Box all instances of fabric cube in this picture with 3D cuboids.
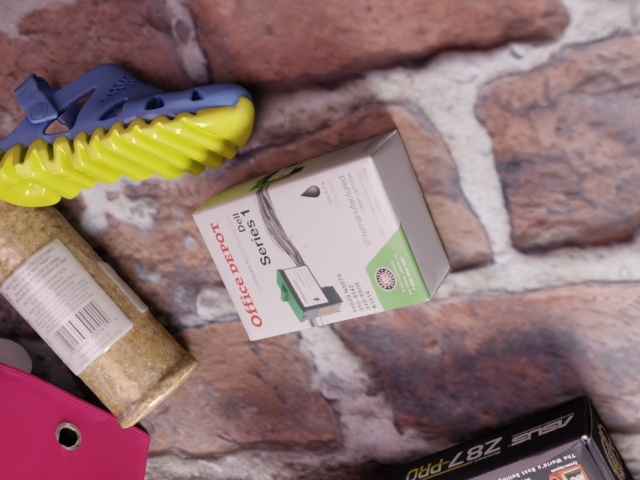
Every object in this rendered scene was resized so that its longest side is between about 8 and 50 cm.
[{"bbox_3d":[-0.393,0.352,1.122,0.254,0.258,0.259,35,123,-29],"label":"fabric cube"}]

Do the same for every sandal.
[{"bbox_3d":[-0.222,-0.132,0.973,0.317,0.126,0.138,-7,70,15],"label":"sandal"}]

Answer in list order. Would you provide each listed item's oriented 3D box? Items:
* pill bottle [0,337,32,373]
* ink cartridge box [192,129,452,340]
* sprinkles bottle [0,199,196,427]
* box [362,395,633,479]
[{"bbox_3d":[-0.462,0.217,1.243,0.103,0.103,0.184,41,123,2],"label":"pill bottle"},{"bbox_3d":[0.000,0.000,0.941,0.219,0.092,0.160,-17,104,29],"label":"ink cartridge box"},{"bbox_3d":[-0.307,0.057,1.089,0.355,0.121,0.121,49,123,-2],"label":"sprinkles bottle"},{"bbox_3d":[0.182,0.384,1.002,0.394,0.097,0.318,-26,101,21],"label":"box"}]
